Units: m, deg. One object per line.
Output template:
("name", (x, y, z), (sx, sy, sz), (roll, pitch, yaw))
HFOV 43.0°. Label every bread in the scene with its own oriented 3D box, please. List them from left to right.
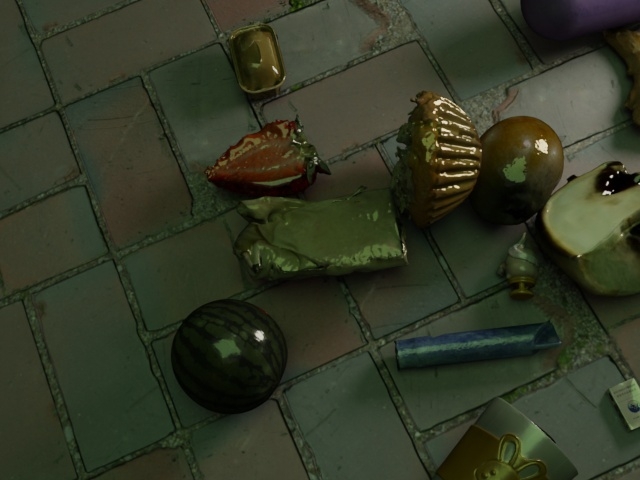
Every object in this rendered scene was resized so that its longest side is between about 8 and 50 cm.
("bread", (0.218, -0.156, 1.561), (0.149, 0.274, 0.274), (1, 68, -3))

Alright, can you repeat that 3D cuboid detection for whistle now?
("whistle", (0.292, 0.198, 1.519), (0.304, 0.062, 0.062), (-7, 67, 2))

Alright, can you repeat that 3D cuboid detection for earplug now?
("earplug", (0.635, -0.550, 1.697), (0.455, 0.215, 0.215), (-19, 67, -8))

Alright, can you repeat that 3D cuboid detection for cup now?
("cup", (0.317, 0.419, 1.366), (0.226, 0.185, 0.241), (-44, 74, -7))

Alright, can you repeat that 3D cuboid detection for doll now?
("doll", (0.380, 0.049, 1.572), (0.084, 0.073, 0.127), (-10, 65, 36))

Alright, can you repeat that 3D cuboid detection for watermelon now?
("watermelon", (-0.167, 0.208, 1.477), (0.212, 0.212, 0.212), (-2, 68, 4))

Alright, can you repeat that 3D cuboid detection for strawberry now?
("strawberry", (-0.109, -0.138, 1.672), (0.228, 0.098, 0.174), (-30, 68, -4))

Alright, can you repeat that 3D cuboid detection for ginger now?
("ginger", (0.673, -0.345, 1.705), (0.131, 0.086, 0.295), (-24, 59, 7))

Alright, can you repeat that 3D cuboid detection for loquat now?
("loquat", (0.377, -0.135, 1.591), (0.179, 0.179, 0.227), (27, 71, 15))

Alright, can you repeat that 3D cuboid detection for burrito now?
("burrito", (0.000, -0.002, 1.585), (0.331, 0.135, 0.190), (-6, 64, 4))

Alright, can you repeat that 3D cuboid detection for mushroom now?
("mushroom", (0.565, -0.027, 1.563), (0.292, 0.212, 0.217), (-43, 26, 0))

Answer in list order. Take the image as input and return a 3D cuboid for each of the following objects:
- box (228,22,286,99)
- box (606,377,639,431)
("box", (-0.136, -0.391, 1.774), (0.111, 0.111, 0.177), (-15, 67, -1))
("box", (0.565, 0.299, 1.475), (0.054, 0.024, 0.083), (-20, 67, -6))
